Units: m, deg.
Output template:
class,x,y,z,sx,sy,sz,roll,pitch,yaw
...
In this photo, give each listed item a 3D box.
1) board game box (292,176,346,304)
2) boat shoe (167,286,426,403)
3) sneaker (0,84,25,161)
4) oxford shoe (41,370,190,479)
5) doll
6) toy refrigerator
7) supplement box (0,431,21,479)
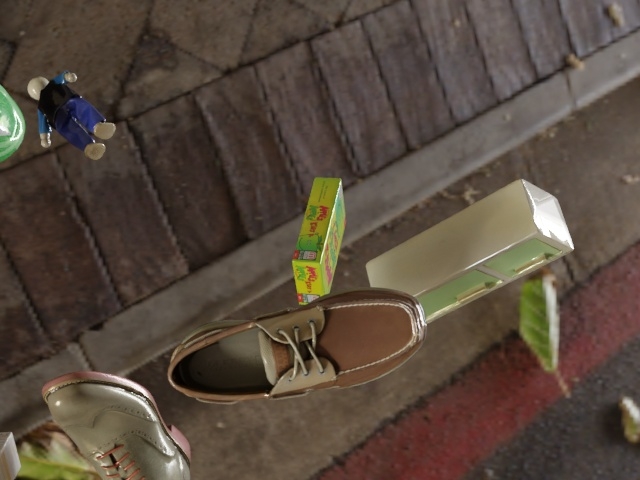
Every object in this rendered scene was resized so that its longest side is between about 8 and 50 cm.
class,x,y,z,sx,sy,sz,roll,pitch,yaw
board game box,0.000,0.000,1.771,0.092,0.043,0.181,83,15,-44
boat shoe,-0.032,0.136,1.411,0.116,0.324,0.123,-21,95,-75
sneaker,-0.298,-0.136,0.908,0.295,0.123,0.109,61,36,-62
oxford shoe,-0.283,0.306,1.738,0.348,0.123,0.130,50,20,-47
doll,-0.404,-0.200,1.865,0.046,0.189,0.129,2,123,-55
toy refrigerator,0.204,0.027,1.645,0.102,0.269,0.094,22,47,-48
supplement box,-0.462,0.324,1.679,0.098,0.036,0.062,-78,162,-66
